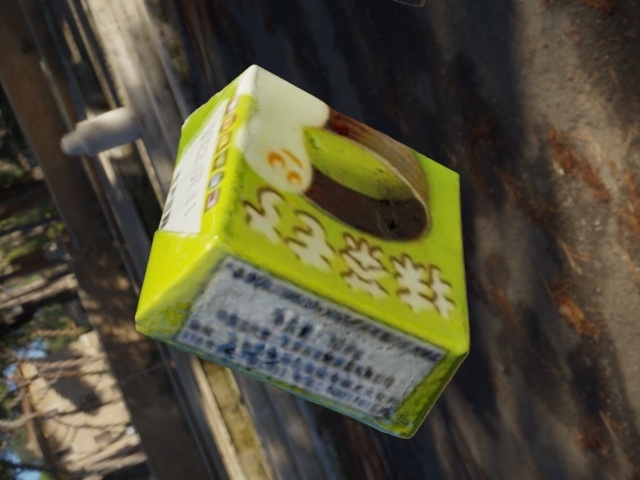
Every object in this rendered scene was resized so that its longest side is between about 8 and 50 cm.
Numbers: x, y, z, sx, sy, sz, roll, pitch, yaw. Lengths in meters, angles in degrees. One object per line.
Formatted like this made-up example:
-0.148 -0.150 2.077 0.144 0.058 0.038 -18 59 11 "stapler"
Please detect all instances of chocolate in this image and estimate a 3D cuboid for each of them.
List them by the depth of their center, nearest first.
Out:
0.000 0.000 0.897 0.137 0.301 0.288 -49 25 40 "chocolate"

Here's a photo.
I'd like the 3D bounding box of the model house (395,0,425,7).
0.054 -0.428 0.995 0.280 0.245 0.312 159 116 -67 "model house"
